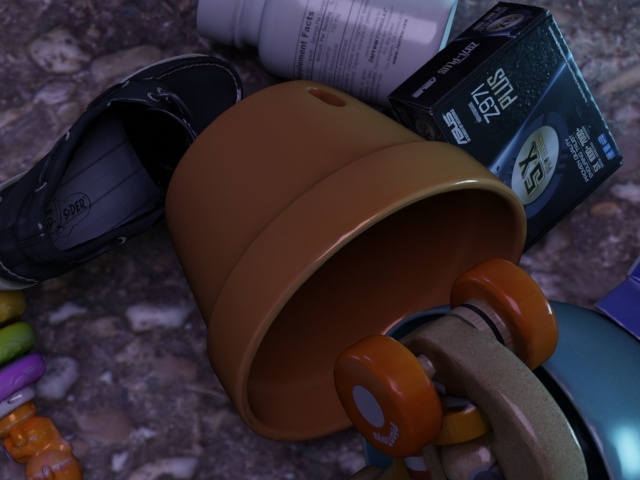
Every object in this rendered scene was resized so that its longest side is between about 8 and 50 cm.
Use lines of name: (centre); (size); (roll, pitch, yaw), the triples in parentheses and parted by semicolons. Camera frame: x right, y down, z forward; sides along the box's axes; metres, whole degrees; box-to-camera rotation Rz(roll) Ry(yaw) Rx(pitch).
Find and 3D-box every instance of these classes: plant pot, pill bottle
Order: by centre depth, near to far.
plant pot: (0.199, 0.168, 1.097); (0.195, 0.290, 0.290); (-18, 70, -35)
plant pot: (0.000, 0.000, 1.144); (0.291, 0.291, 0.203); (-35, 59, -11)
pill bottle: (0.006, -0.211, 1.277); (0.229, 0.131, 0.131); (17, 72, 5)

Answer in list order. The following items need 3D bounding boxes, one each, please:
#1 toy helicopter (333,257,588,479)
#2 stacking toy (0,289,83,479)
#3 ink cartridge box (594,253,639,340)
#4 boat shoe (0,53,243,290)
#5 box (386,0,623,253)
toy helicopter: (0.098, 0.187, 0.995); (0.140, 0.355, 0.235); (-31, 78, -27)
stacking toy: (-0.303, 0.105, 1.176); (0.165, 0.175, 0.302); (-33, 88, -9)
ink cartridge box: (0.418, 0.074, 1.108); (0.303, 0.072, 0.307); (38, 31, 18)
boat shoe: (-0.160, -0.075, 1.177); (0.340, 0.113, 0.127); (-36, 106, -41)
box: (0.171, -0.101, 1.217); (0.147, 0.077, 0.180); (-40, 119, -13)
